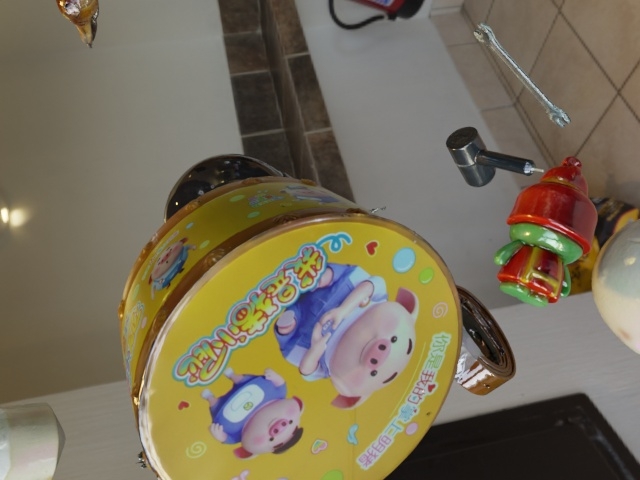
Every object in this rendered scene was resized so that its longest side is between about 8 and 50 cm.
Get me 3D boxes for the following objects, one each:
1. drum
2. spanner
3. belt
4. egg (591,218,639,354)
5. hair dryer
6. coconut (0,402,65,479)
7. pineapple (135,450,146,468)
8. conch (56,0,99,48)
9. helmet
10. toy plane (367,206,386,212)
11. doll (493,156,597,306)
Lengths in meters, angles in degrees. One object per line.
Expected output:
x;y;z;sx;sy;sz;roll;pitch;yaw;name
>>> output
-0.044;0.134;0.690;0.214;0.431;0.431;-142;42;-58;drum
0.443;-0.360;1.146;0.302;0.017;0.071;45;-175;-6;spanner
0.349;0.238;1.256;0.105;0.184;0.261;-50;61;39;belt
0.577;0.069;0.855;0.162;0.206;0.271;58;-144;-74;egg
0.363;-0.157;1.063;0.124;0.071;0.219;47;169;-33;hair dryer
-0.742;0.510;1.285;0.241;0.241;0.241;171;90;-82;coconut
-0.351;0.454;1.287;0.251;0.125;0.125;-54;-24;-36;pineapple
-0.497;-0.480;1.069;0.232;0.080;0.086;2;75;67;conch
-0.155;-0.042;0.846;0.279;0.160;0.230;16;75;50;helmet
-0.004;-0.010;0.973;0.192;0.262;0.088;-29;78;65;toy plane
0.505;-0.036;1.139;0.363;0.182;0.160;-64;-1;-20;doll
